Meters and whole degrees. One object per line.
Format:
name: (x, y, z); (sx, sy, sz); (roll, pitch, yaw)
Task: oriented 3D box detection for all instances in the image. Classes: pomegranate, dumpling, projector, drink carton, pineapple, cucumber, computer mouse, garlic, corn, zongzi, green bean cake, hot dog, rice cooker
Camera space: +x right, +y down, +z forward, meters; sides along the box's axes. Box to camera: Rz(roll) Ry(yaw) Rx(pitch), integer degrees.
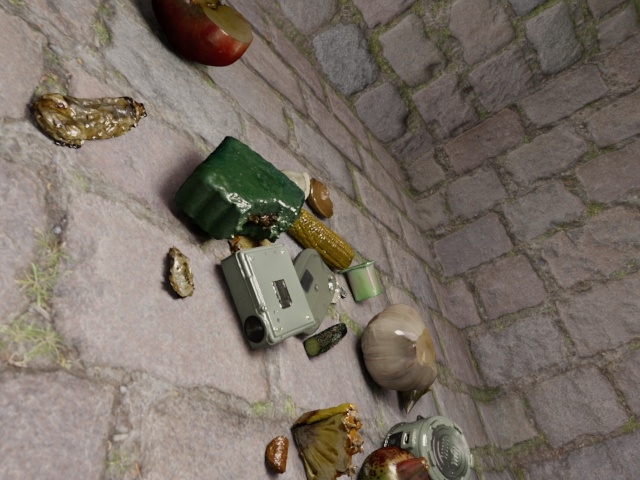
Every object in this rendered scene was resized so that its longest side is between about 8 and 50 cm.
pomegranate: (0.221, 0.660, 1.287); (0.215, 0.247, 0.214); (17, 37, -14)
dumpling: (-0.116, -0.179, 1.733); (0.216, 0.126, 0.166); (-59, 144, -74)
projector: (-0.136, 0.142, 1.257); (0.192, 0.099, 0.256); (-11, 77, -51)
drink carton: (0.176, 0.164, 1.910); (0.144, 0.146, 0.142); (-13, 84, -66)
pineapple: (0.020, 0.501, 1.179); (0.114, 0.186, 0.236); (-3, 110, -69)
cucumber: (0.036, 0.312, 1.529); (0.067, 0.068, 0.294); (65, 22, 8)
computer mouse: (-0.044, 0.160, 1.504); (0.197, 0.095, 0.330); (53, 33, -15)
garlic: (0.274, 0.399, 1.698); (0.318, 0.260, 0.316); (7, 80, -46)
pineapple: (-0.189, 0.039, 1.396); (0.221, 0.047, 0.221); (45, 27, -31)
corn: (0.000, 0.000, 1.747); (0.363, 0.121, 0.120); (41, 30, -37)
zongzi: (0.385, 0.618, 1.870); (0.205, 0.094, 0.204); (43, 33, -38)
green bean cake: (-0.215, -0.109, 1.305); (0.300, 0.169, 0.307); (39, 28, -14)
hot dog: (-0.096, 0.492, 1.078); (0.058, 0.035, 0.083); (49, 26, -26)
rice cooker: (0.334, 0.694, 1.505); (0.241, 0.227, 0.280); (34, 45, -18)

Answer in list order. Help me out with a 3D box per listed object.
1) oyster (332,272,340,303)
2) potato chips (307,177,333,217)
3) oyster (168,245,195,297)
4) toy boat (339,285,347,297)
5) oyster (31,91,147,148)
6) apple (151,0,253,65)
oyster: (0.033, 0.164, 1.716); (0.146, 0.045, 0.121); (60, 18, -22)
potato chips: (-0.011, -0.178, 1.997); (0.195, 0.062, 0.208); (54, 22, -29)
oyster: (-0.326, 0.074, 1.092); (0.086, 0.029, 0.132); (52, 21, -36)
toy boat: (0.077, 0.189, 1.792); (0.083, 0.038, 0.038); (45, 28, -36)
oyster: (-0.511, -0.300, 1.093); (0.128, 0.079, 0.345); (50, 26, -4)
apple: (-0.394, -0.763, 1.600); (0.364, 0.296, 0.328); (-77, 160, -61)
